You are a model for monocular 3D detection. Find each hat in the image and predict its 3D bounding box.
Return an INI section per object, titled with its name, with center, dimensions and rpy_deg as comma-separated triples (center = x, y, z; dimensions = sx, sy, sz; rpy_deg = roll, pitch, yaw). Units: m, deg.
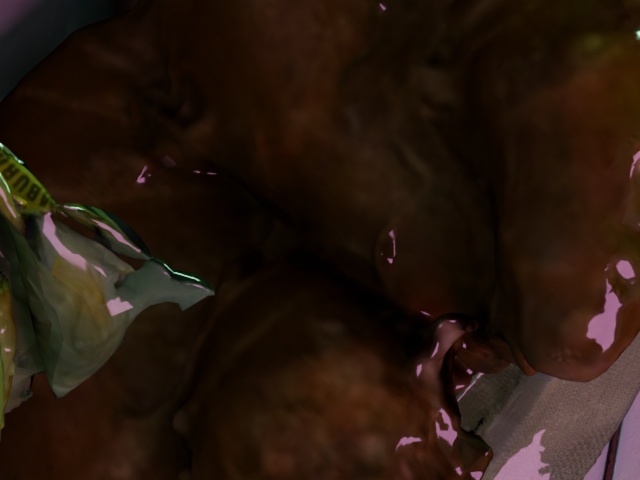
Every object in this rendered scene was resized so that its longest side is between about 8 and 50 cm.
[hat]
center = 0.059, 0.084, 1.056
dimensions = 0.257, 0.130, 0.257
rpy_deg = -37, 150, -25

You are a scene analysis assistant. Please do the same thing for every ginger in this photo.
[ginger]
center = -0.007, 0.007, 0.687
dimensions = 0.152, 0.274, 0.357
rpy_deg = 16, 112, -53

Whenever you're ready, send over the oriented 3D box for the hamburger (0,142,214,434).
[hamburger]
center = -0.153, 0.029, 0.563
dimensions = 0.214, 0.235, 0.125
rpy_deg = 112, -12, -54
